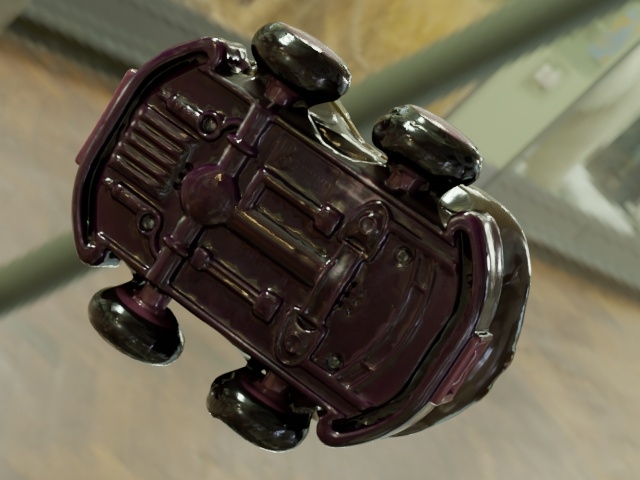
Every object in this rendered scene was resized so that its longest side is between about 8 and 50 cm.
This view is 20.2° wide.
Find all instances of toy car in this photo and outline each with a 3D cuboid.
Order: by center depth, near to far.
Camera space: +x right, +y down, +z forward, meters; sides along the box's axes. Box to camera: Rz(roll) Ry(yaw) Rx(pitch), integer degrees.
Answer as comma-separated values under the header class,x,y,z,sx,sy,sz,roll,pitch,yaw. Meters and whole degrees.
class,x,y,z,sx,sy,sz,roll,pitch,yaw
toy car,0.000,0.000,1.350,0.341,0.271,0.240,37,12,15
